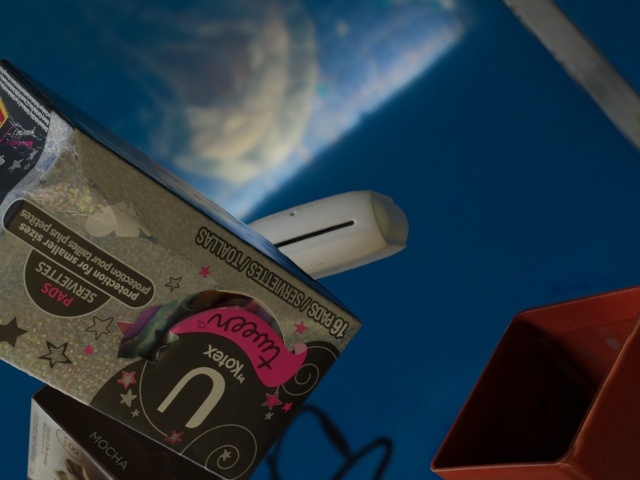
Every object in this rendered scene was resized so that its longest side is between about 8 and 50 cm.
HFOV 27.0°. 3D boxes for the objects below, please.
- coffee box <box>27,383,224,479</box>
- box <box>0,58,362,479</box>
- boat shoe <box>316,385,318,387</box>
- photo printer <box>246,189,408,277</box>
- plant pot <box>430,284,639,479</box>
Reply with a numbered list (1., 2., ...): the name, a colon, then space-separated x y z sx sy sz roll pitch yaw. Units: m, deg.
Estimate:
1. coffee box: -0.174 0.225 1.236 0.119 0.168 0.297 -40 -15 -31
2. box: -0.127 0.025 0.853 0.247 0.163 0.142 35 -88 -35
3. boat shoe: -0.068 0.137 1.711 0.119 0.123 0.324 -6 -6 -2
4. photo printer: 0.000 0.000 2.125 0.256 0.107 0.307 -17 -4 10
5. plant pot: 0.349 0.245 1.676 0.267 0.236 0.267 -19 33 58
